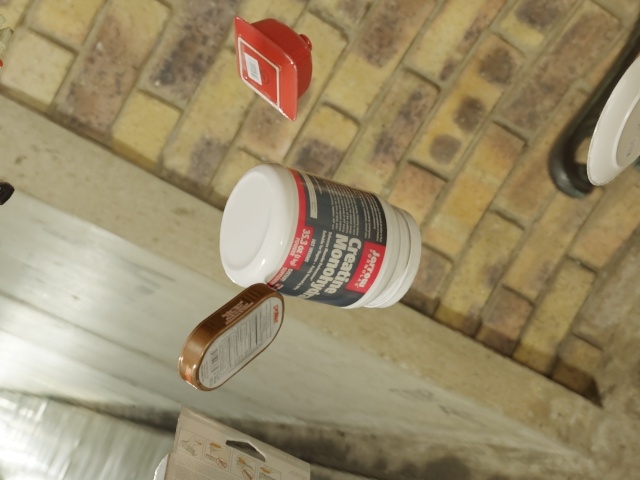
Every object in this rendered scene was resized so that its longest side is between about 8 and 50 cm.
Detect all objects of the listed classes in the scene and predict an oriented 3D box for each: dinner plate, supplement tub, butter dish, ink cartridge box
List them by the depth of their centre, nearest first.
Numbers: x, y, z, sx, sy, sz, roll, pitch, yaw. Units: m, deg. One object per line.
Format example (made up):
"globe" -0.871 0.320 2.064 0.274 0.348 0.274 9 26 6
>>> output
"dinner plate" 0.292 -0.112 0.798 0.017 0.141 0.141 34 98 32
"supplement tub" 0.000 0.000 1.334 0.191 0.272 0.191 -27 56 50
"ink cartridge box" -0.144 0.425 1.445 0.060 0.275 0.239 -54 17 24
"butter dish" -0.065 -0.319 1.505 0.118 0.160 0.160 -40 -24 -23

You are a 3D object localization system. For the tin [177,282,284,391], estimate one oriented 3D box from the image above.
"tin" -0.118 0.134 1.196 0.189 0.040 0.106 -38 -34 -39

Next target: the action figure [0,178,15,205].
"action figure" -0.554 -0.133 1.177 0.185 0.285 0.099 -50 0 10

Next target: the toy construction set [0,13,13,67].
"toy construction set" -0.507 -0.271 0.991 0.151 0.327 0.215 -47 44 3
